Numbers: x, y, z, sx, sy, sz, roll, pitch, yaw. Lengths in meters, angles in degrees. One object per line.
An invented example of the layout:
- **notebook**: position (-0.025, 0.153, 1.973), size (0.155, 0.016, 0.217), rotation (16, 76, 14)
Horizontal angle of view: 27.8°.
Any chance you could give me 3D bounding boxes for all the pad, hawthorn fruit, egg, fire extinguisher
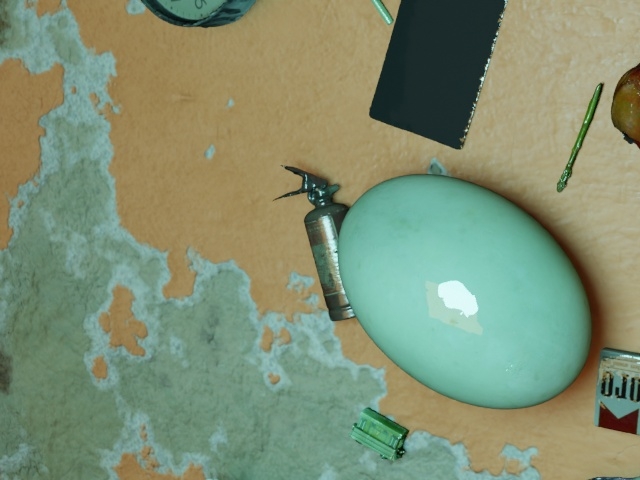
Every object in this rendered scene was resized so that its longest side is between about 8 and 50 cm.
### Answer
- **pad**: position (0.173, -0.279, 1.874), size (0.159, 0.009, 0.265), rotation (24, 109, 24)
- **hawthorn fruit**: position (0.454, -0.155, 1.671), size (0.148, 0.148, 0.172), rotation (-9, 115, 30)
- **egg**: position (0.194, 0.067, 1.775), size (0.389, 0.276, 0.276), rotation (38, 116, 15)
- **fire extinguisher**: position (0.007, -0.002, 1.963), size (0.075, 0.106, 0.252), rotation (-11, 95, 50)

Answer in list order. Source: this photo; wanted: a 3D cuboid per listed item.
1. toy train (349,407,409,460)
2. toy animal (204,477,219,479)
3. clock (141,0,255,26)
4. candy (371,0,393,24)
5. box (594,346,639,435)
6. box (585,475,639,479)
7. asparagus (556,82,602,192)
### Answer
- **toy train**: position (0.094, 0.302, 2.018), size (0.093, 0.038, 0.056), rotation (28, 106, 22)
- **toy animal**: position (-0.077, 0.509, 2.057), size (0.264, 0.206, 0.272), rotation (-1, 130, 13)
- **clock**: position (-0.195, -0.477, 1.962), size (0.312, 0.061, 0.313), rotation (14, 111, 40)
- **candy**: position (0.025, -0.439, 1.899), size (0.084, 0.078, 0.288), rotation (-36, 92, -7)
- **box**: position (0.472, 0.217, 1.790), size (0.177, 0.036, 0.115), rotation (9, 104, 27)
- **box**: position (0.472, 0.510, 1.807), size (0.190, 0.112, 0.370), rotation (-9, 96, 29)
- **asparagus**: position (0.359, -0.142, 1.793), size (0.016, 0.013, 0.166), rotation (11, 112, -17)
